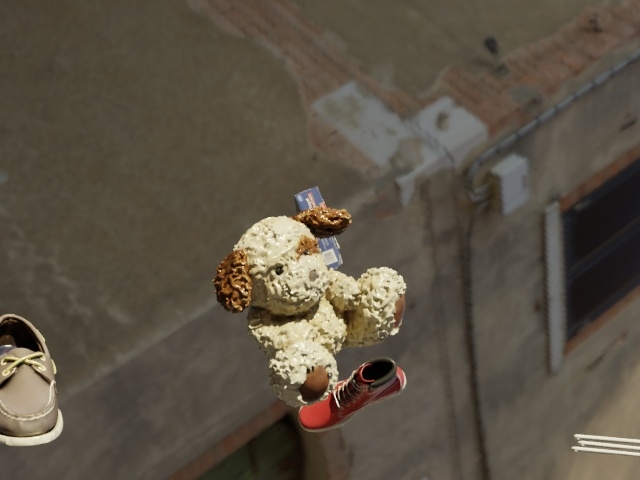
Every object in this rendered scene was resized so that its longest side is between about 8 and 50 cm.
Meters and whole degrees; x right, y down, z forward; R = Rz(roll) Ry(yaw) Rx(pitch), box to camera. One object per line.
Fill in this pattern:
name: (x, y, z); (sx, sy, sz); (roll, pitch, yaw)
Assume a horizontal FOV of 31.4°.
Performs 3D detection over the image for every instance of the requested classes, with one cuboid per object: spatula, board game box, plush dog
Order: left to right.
plush dog: (-0.039, 0.071, 1.573); (0.210, 0.262, 0.225); (4, -58, 48)
board game box: (0.000, 0.000, 2.607); (0.194, 0.060, 0.194); (97, -29, -75)
spatula: (0.596, 0.396, 2.145); (0.242, 0.019, 0.168); (3, -20, 10)

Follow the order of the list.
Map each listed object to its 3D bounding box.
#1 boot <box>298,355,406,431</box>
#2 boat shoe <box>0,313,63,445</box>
boot: (0.052, 0.312, 2.348); (0.088, 0.244, 0.176); (65, 4, 20)
boat shoe: (-0.439, 0.199, 1.653); (0.324, 0.116, 0.097); (-141, -125, -66)
